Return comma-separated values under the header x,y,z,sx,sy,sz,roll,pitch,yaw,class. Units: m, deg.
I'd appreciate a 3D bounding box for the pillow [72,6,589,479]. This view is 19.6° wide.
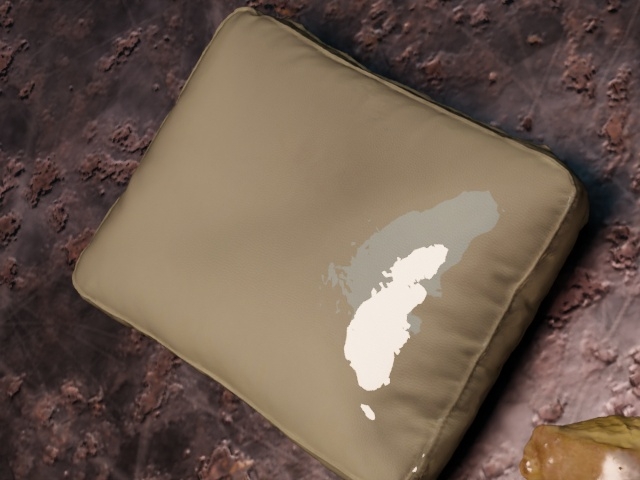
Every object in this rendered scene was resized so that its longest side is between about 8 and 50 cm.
x,y,z,sx,sy,sz,roll,pitch,yaw,class
0.000,0.000,1.264,0.322,0.120,0.255,30,89,30,pillow

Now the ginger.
x,y,z,sx,sy,sz,roll,pitch,yaw,class
0.186,0.207,1.121,0.137,0.074,0.213,-13,72,23,ginger
